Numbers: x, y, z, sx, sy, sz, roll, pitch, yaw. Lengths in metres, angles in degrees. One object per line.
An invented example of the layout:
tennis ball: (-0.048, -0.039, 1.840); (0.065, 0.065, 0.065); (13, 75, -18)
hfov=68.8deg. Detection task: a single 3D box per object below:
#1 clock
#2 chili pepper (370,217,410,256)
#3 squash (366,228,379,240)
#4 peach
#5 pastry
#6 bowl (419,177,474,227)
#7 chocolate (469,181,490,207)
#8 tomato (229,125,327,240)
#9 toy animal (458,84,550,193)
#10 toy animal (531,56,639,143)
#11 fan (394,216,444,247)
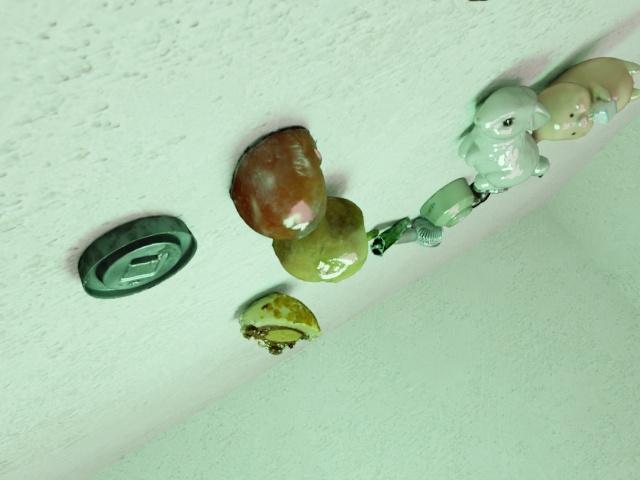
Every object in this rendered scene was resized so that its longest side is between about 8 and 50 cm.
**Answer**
clock: (-0.336, 0.034, 0.870); (0.214, 0.042, 0.215); (-30, 162, -11)
chili pepper: (0.263, -0.029, 1.661); (0.227, 0.059, 0.088); (-38, 159, -40)
squash: (0.169, -0.014, 1.617); (0.083, 0.027, 0.027); (-26, 161, -18)
peach: (0.000, 0.000, 1.131); (0.235, 0.214, 0.214); (-13, 160, -4)
pastry: (-0.131, 0.260, 1.584); (0.236, 0.170, 0.256); (-23, 137, 26)
bowl: (0.486, -0.124, 1.738); (0.211, 0.112, 0.211); (-32, 162, -11)
chocolate: (0.628, -0.178, 1.884); (0.148, 0.080, 0.125); (-45, 158, 27)
tomato: (-0.061, -0.082, 0.871); (0.180, 0.155, 0.214); (-22, 160, -19)
toy animal: (0.509, -0.280, 1.268); (0.257, 0.194, 0.357); (-9, 156, 8)
toy animal: (0.721, -0.379, 1.310); (0.256, 0.213, 0.195); (-39, 129, -14)
fan: (0.359, -0.024, 1.783); (0.244, 0.130, 0.074); (-8, 134, -25)
